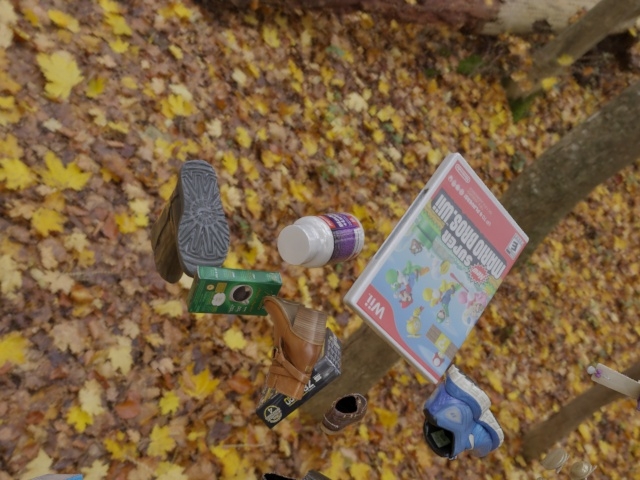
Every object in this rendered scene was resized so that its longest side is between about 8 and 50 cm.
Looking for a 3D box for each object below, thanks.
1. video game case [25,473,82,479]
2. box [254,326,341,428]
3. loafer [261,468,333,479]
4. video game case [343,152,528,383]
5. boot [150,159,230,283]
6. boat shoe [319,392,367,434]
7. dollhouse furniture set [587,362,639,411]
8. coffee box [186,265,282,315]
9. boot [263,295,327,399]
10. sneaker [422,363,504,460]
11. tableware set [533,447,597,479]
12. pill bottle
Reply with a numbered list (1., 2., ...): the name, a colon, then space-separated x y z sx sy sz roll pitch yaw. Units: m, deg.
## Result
1. video game case: -0.604 0.516 1.327 0.166 0.119 0.015 7 74 -60
2. box: -0.072 0.485 2.313 0.097 0.318 0.395 49 5 -4
3. loafer: -0.008 0.391 0.966 0.080 0.220 0.078 -5 88 -67
4. video game case: 0.183 0.040 0.950 0.204 0.025 0.285 44 72 -23
5. boot: -0.417 0.023 1.913 0.146 0.445 0.367 10 60 -26
6. boat shoe: 0.073 0.427 1.613 0.073 0.073 0.207 30 17 19
7. dollhouse furniture set: 0.432 0.161 0.890 0.081 0.114 0.091 25 11 28
8. coffee box: -0.184 0.110 1.358 0.184 0.113 0.040 5 42 -24
9. boot: -0.065 0.181 1.106 0.073 0.152 0.197 17 -3 -27
10. sneaker: 0.282 0.384 1.331 0.130 0.147 0.330 45 -8 43
11. tableware set: 0.555 0.552 1.480 0.141 0.168 0.020 -42 99 -17
12. pill bottle: 0.000 0.000 1.312 0.193 0.108 0.108 -10 65 -56
